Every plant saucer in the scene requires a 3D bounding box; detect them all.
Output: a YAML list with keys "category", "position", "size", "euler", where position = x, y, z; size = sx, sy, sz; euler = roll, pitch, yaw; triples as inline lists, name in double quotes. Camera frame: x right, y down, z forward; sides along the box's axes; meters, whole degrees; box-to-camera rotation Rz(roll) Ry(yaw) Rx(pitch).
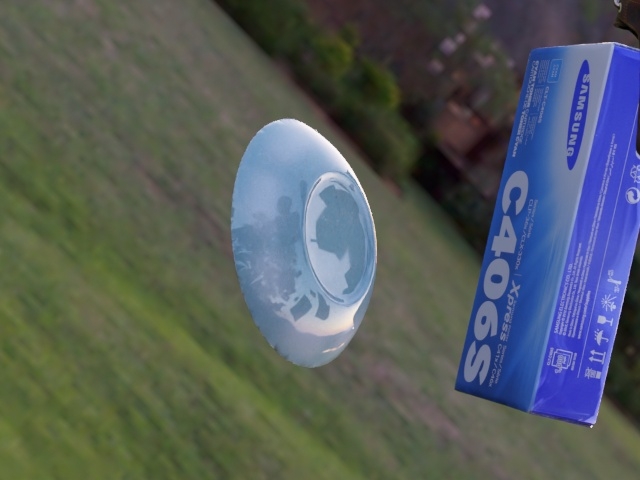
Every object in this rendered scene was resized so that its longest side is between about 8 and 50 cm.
- category: "plant saucer"
  position: [0.000, 0.000, 1.470]
  size: [0.195, 0.037, 0.194]
  euler: [18, 68, -55]

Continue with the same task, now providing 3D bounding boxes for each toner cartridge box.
- category: "toner cartridge box"
  position: [0.228, -0.009, 1.806]
  size: [0.075, 0.347, 0.165]
  euler: [14, -2, -22]

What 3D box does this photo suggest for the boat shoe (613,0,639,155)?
- category: "boat shoe"
  position: [0.252, -0.164, 1.415]
  size: [0.073, 0.073, 0.207]
  euler: [4, 80, -66]
